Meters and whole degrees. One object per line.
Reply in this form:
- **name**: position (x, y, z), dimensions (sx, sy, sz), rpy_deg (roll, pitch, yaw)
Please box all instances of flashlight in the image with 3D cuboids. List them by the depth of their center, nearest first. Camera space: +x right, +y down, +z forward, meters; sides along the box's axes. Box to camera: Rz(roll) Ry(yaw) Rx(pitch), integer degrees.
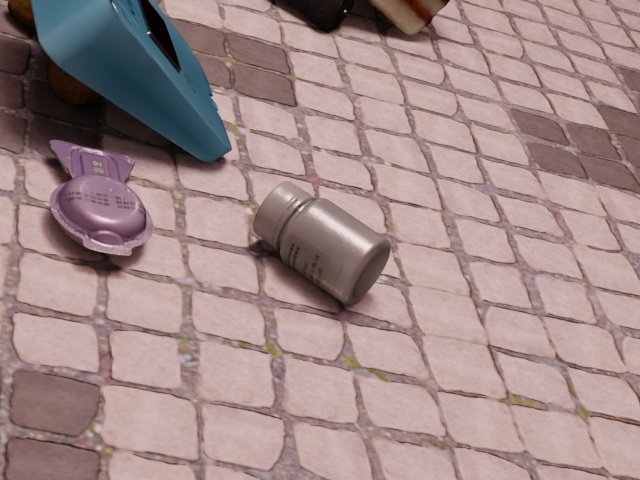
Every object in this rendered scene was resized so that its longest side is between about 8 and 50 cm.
- **flashlight**: position (-0.057, -0.380, 2.031), dimensions (0.232, 0.093, 0.093), rpy_deg (34, 32, 11)

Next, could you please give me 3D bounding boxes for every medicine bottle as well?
- **medicine bottle**: position (0.000, 0.000, 1.482), dimensions (0.130, 0.080, 0.080), rpy_deg (35, 33, 19)

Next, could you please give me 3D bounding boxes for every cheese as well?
- **cheese**: position (-0.220, -0.042, 1.439), dimensions (0.105, 0.042, 0.191), rpy_deg (12, 32, -20)

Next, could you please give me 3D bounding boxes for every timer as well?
- **timer**: position (-0.209, -0.209, 1.611), dimensions (0.250, 0.091, 0.232), rpy_deg (47, 12, -38)

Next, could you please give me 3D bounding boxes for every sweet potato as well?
- **sweet potato**: position (-0.295, -0.229, 1.664), dimensions (0.081, 0.062, 0.233), rpy_deg (-2, 36, -29)

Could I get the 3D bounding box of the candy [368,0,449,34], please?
- **candy**: position (0.061, -0.455, 2.119), dimensions (0.179, 0.135, 0.321), rpy_deg (33, 18, -45)
